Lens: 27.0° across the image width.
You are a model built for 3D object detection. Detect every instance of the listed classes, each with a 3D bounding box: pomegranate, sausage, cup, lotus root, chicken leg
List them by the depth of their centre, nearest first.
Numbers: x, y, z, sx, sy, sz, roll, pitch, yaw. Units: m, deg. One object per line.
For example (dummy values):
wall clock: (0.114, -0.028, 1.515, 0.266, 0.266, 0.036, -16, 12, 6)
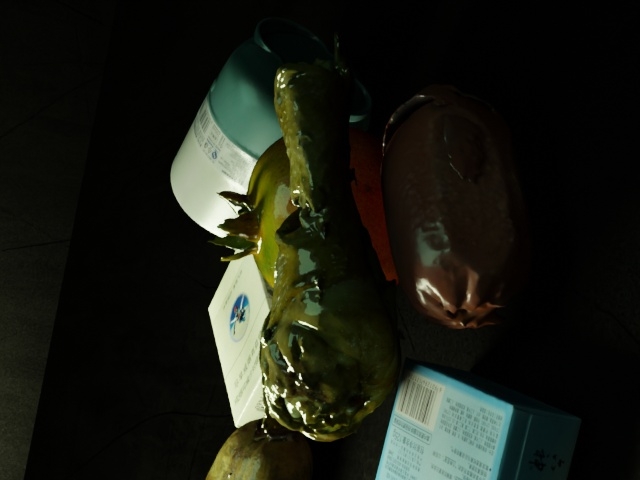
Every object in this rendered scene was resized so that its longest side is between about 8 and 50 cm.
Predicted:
sausage: (0.139, -0.036, 1.372, 0.152, 0.152, 0.280, -51, 35, 45)
chicken leg: (0.000, 0.000, 1.393, 0.201, 0.152, 0.429, -175, 81, -74)
pomegranate: (-0.004, -0.027, 1.559, 0.221, 0.256, 0.221, 172, 90, -72)
lotus root: (-0.090, 0.351, 1.718, 0.145, 0.128, 0.260, 35, 112, 55)
cup: (-0.042, -0.115, 1.781, 0.290, 0.219, 0.258, 50, 130, 25)

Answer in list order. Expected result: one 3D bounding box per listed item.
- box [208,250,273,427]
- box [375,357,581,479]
box: (-0.083, 0.125, 1.893, 0.164, 0.069, 0.256, -63, 28, 30)
box: (0.147, 0.211, 1.307, 0.232, 0.083, 0.143, 15, 91, 65)
